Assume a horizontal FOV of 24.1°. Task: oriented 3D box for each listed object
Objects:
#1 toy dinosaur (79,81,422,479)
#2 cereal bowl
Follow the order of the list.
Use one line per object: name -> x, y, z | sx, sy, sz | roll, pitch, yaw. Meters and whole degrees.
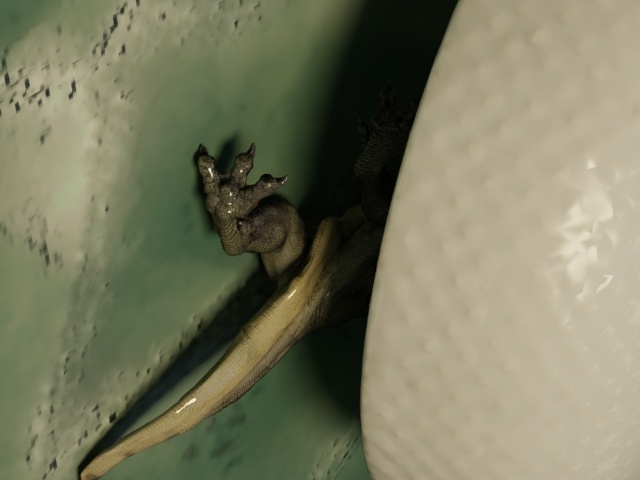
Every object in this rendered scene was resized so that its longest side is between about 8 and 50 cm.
toy dinosaur -> 0.000, 0.000, 0.648 | 0.268, 0.064, 0.118 | -36, 144, -31
cereal bowl -> 0.149, -0.017, 0.695 | 0.339, 0.141, 0.339 | -53, 152, -44
